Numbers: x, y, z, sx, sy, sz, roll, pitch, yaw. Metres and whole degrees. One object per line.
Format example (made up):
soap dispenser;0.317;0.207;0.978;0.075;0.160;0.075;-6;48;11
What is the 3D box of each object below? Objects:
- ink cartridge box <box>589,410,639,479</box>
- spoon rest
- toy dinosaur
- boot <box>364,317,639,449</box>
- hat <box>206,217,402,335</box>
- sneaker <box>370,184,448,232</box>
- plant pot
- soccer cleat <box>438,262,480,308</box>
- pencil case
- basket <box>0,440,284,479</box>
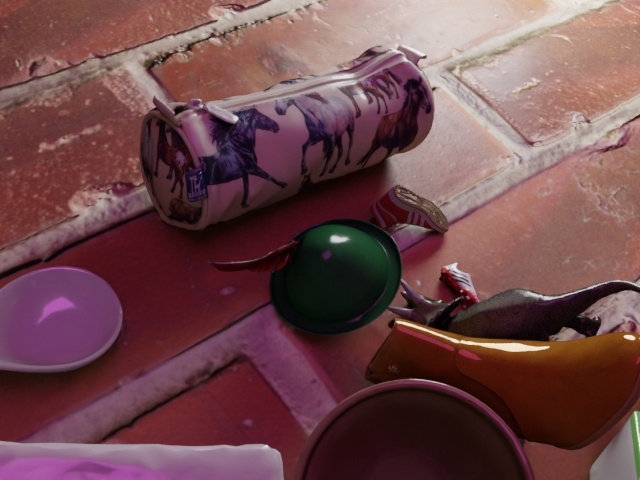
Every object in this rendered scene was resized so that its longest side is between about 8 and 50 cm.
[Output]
ink cartridge box;0.437;0.330;0.786;0.273;0.115;0.198;23;31;4
spoon rest;-0.345;0.116;0.810;0.276;0.084;0.137;-31;66;-30
toy dinosaur;0.222;0.107;0.879;0.160;0.313;0.121;20;71;-32
boot;0.172;0.135;0.787;0.211;0.295;0.104;28;55;-5
hat;0.000;0.000;0.889;0.173;0.183;0.208;1;52;15
sneaker;0.124;-0.033;1.068;0.118;0.067;0.042;29;43;-31
plant pot;0.092;0.266;0.765;0.237;0.110;0.237;-1;72;3
soccer cleat;0.196;0.064;1.016;0.035;0.029;0.083;-27;60;-25
pencil case;-0.034;-0.152;1.024;0.410;0.183;0.160;-23;62;-28
basket;-0.211;0.311;0.532;0.331;0.328;0.266;5;58;-20
